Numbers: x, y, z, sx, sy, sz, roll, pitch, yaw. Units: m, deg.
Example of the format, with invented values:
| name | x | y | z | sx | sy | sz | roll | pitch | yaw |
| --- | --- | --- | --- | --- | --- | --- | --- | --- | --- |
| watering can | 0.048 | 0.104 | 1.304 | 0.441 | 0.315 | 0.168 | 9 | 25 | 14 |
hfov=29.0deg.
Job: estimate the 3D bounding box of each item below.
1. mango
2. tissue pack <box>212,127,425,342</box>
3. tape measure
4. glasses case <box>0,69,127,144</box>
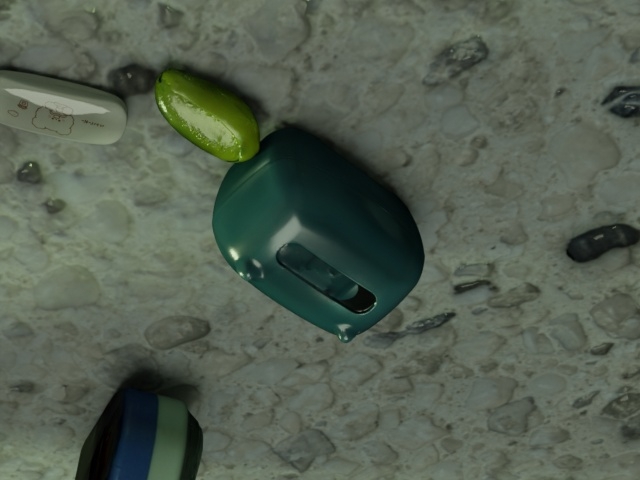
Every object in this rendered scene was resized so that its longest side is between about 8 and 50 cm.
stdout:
| name | x | y | z | sx | sy | sz | roll | pitch | yaw |
| --- | --- | --- | --- | --- | --- | --- | --- | --- | --- |
| mango | -0.148 | -0.170 | 1.641 | 0.165 | 0.074 | 0.091 | 42 | 125 | -16 |
| tissue pack | 0.000 | 0.000 | 1.701 | 0.287 | 0.206 | 0.198 | 35 | 120 | -28 |
| tape measure | -0.294 | 0.370 | 1.981 | 0.138 | 0.259 | 0.262 | 21 | 122 | -18 |
| glasses case | -0.353 | -0.176 | 1.643 | 0.193 | 0.049 | 0.074 | 13 | 129 | -10 |
